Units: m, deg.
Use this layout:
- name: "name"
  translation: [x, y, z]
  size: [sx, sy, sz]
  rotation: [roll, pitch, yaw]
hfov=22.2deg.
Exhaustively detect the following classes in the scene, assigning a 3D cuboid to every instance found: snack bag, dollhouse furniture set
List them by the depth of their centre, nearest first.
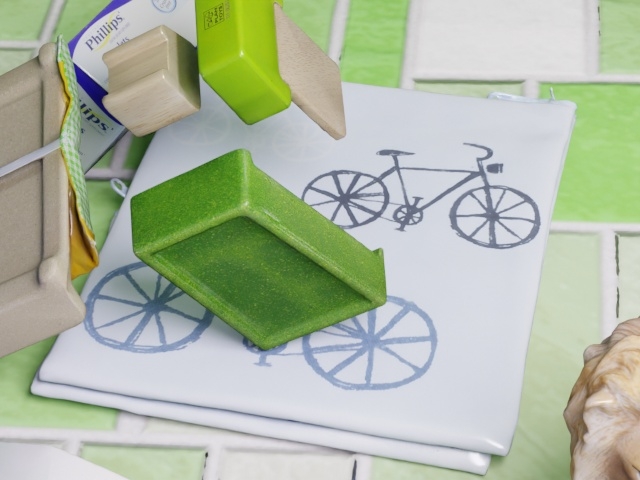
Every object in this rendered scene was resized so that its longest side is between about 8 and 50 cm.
- name: "dollhouse furniture set"
  translation: [-0.130, -0.021, 1.081]
  size: [0.301, 0.151, 0.198]
  rotation: [-22, 55, 25]
- name: "snack bag"
  translation: [0.000, 0.000, 1.153]
  size: [0.323, 0.037, 0.343]
  rotation: [7, 47, 12]

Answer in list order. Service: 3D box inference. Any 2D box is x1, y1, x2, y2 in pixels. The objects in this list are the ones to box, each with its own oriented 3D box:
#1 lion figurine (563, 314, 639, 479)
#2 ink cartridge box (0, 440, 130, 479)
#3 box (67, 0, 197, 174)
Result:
- name: "lion figurine"
  translation: [0.312, 0.093, 0.882]
  size: [0.392, 0.240, 0.142]
  rotation: [-17, 46, -11]
- name: "ink cartridge box"
  translation: [-0.161, 0.198, 0.881]
  size: [0.224, 0.056, 0.181]
  rotation: [-6, 45, 46]
- name: "box"
  translation: [-0.154, -0.123, 1.213]
  size: [0.072, 0.137, 0.126]
  rotation: [43, 55, -6]
